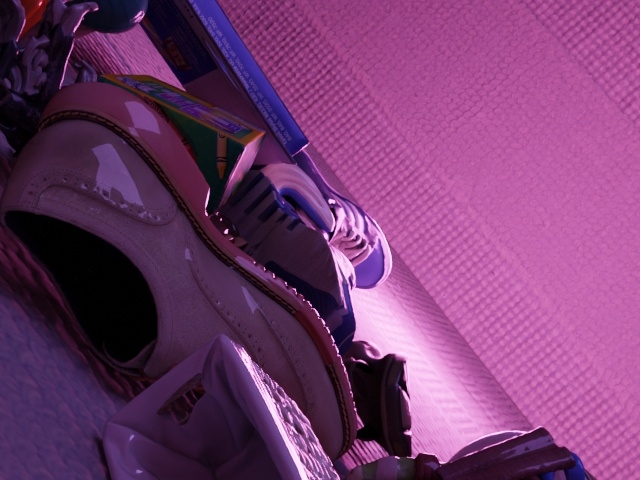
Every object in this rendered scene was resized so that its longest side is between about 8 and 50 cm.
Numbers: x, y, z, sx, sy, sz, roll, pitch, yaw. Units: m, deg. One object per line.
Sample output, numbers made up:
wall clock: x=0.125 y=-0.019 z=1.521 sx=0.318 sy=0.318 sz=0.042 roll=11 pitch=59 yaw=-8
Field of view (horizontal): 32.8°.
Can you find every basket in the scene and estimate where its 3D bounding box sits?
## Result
basket: x=-0.049 y=0.164 z=0.682 sx=0.103 sy=0.113 sz=0.167 roll=45 pitch=10 yaw=-47

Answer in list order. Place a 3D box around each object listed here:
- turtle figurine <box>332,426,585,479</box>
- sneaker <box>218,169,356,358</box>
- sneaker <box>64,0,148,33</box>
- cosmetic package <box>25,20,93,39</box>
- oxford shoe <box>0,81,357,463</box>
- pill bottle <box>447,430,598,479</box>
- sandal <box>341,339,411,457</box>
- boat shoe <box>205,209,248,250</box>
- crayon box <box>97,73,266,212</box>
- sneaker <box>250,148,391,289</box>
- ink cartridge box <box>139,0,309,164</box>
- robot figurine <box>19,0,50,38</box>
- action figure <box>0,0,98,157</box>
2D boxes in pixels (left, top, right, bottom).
turtle figurine: x=0.095 y=0.287 z=0.948 sx=0.266 sy=0.275 sz=0.197 roll=-21 pitch=93 yaw=-61
sneaker: x=-0.012 y=0.050 z=1.329 sx=0.182 sy=0.127 sz=0.315 roll=41 pitch=11 yaw=-39
sneaker: x=-0.280 y=-0.340 z=1.091 sx=0.302 sy=0.108 sz=0.121 roll=50 pitch=-19 yaw=-14
cosmetic package: x=-0.325 y=-0.338 z=1.312 sx=0.309 sy=0.113 sz=0.160 roll=-78 pitch=145 yaw=-80
oxford shoe: x=-0.109 y=0.073 z=0.850 sx=0.397 sy=0.140 sz=0.146 roll=52 pitch=39 yaw=-26
pill bottle: x=0.272 y=0.360 z=1.257 sx=0.334 sy=0.188 sz=0.188 roll=42 pitch=12 yaw=-46
sandal: x=0.046 y=0.181 z=1.223 sx=0.303 sy=0.086 sz=0.120 roll=178 pitch=-91 yaw=-80
boat shoe: x=-0.130 y=-0.001 z=1.139 sx=0.073 sy=0.073 sz=0.207 roll=49 pitch=1 yaw=1
crayon box: x=-0.160 y=-0.117 z=1.222 sx=0.165 sy=0.081 sz=0.278 roll=26 pitch=9 yaw=-2
sneaker: x=0.000 y=-0.001 z=1.687 sx=0.323 sy=0.130 sz=0.236 roll=51 pitch=16 yaw=-21
ink cartridge box: x=-0.136 y=-0.239 z=1.471 sx=0.303 sy=0.072 sz=0.307 roll=57 pitch=-15 yaw=-13
robot figurine: x=-0.350 y=-0.287 z=1.019 sx=0.219 sy=0.128 sz=0.158 roll=49 pitch=47 yaw=-6
action figure: x=-0.246 y=-0.149 z=0.869 sx=0.164 sy=0.141 sz=0.276 roll=-1 pitch=-23 yaw=39
